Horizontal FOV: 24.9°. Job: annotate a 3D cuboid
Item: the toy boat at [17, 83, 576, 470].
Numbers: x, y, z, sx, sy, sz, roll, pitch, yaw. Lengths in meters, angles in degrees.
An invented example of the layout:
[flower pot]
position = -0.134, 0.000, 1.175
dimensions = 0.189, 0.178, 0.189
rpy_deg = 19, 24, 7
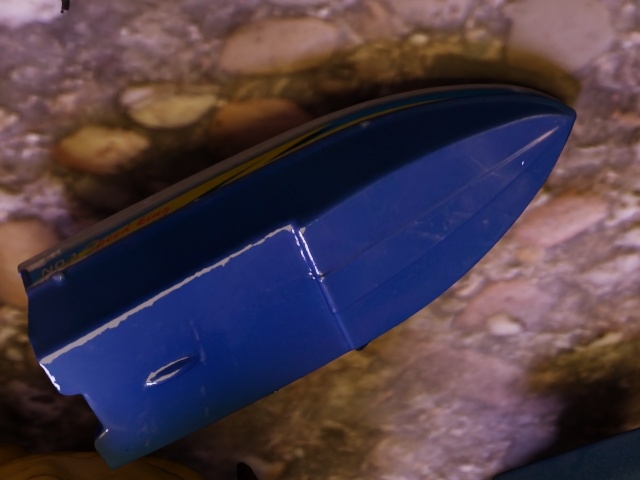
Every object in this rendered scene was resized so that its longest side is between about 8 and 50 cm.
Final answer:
[toy boat]
position = 0.000, 0.000, 0.744
dimensions = 0.295, 0.088, 0.129
rpy_deg = -27, 128, -3

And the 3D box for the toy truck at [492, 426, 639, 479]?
[toy truck]
position = 0.199, 0.276, 0.930
dimensions = 0.146, 0.175, 0.367
rpy_deg = -18, 124, 0

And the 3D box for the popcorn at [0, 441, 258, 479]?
[popcorn]
position = -0.118, 0.234, 0.814
dimensions = 0.297, 0.281, 0.316
rpy_deg = 44, 147, 2
